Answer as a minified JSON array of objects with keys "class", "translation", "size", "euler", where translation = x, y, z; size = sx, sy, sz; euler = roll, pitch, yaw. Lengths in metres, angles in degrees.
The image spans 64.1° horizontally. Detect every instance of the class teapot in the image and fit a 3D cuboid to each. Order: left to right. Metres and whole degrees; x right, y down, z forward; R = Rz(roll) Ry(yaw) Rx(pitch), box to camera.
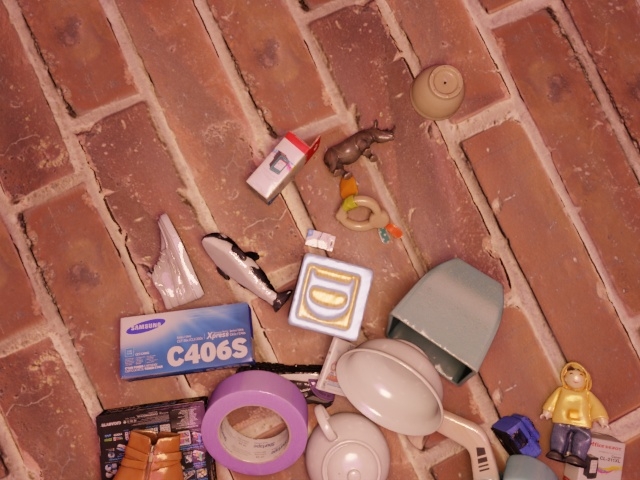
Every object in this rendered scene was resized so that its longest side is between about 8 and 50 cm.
[{"class":"teapot","translation":[0.075,0.588,1.361],"size":[0.256,0.187,0.253],"euler":[16,85,-1]}]

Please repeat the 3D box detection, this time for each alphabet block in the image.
[{"class":"alphabet block","translation":[0.021,0.148,1.382],"size":[0.192,0.197,0.193],"euler":[16,85,-1]}]

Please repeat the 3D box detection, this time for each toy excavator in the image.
[{"class":"toy excavator","translation":[0.468,0.634,1.349],"size":[0.432,0.222,0.445],"euler":[-10,89,26]}]

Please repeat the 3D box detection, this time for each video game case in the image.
[{"class":"video game case","translation":[0.061,0.350,1.401],"size":[0.019,0.157,0.143],"euler":[11,76,42]}]

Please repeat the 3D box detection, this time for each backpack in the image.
[{"class":"backpack","translation":[0.563,0.558,1.434],"size":[0.101,0.098,0.120],"euler":[-31,88,-8]}]

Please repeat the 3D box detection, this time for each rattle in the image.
[{"class":"rattle","translation":[0.143,-0.089,1.488],"size":[0.199,0.143,0.130],"euler":[17,118,-17]}]

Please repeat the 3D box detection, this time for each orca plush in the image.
[{"class":"orca plush","translation":[-0.191,0.063,1.423],"size":[0.287,0.151,0.102],"euler":[31,49,13]}]

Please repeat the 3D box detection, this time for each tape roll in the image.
[{"class":"tape roll","translation":[-0.169,0.483,1.350],"size":[0.274,0.090,0.275],"euler":[1,111,2]}]

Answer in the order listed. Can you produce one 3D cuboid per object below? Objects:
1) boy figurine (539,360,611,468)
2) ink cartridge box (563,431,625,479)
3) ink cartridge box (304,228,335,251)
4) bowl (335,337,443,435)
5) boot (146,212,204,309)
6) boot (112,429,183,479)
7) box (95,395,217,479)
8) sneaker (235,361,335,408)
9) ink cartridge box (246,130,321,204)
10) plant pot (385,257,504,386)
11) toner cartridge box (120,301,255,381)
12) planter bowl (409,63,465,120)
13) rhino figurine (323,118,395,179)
[{"class":"boy figurine","translation":[0.712,0.478,1.424],"size":[0.177,0.092,0.285],"euler":[4,67,40]},{"class":"ink cartridge box","translation":[0.776,0.642,1.452],"size":[0.127,0.072,0.175],"euler":[10,86,-2]},{"class":"ink cartridge box","translation":[0.000,0.000,1.474],"size":[0.083,0.028,0.048],"euler":[13,86,-3]},{"class":"bowl","translation":[0.199,0.355,1.332],"size":[0.298,0.298,0.134],"euler":[43,48,0]},{"class":"boot","translation":[-0.426,0.061,1.411],"size":[0.123,0.095,0.258],"euler":[-23,89,-11]},{"class":"boot","translation":[-0.492,0.598,1.294],"size":[0.283,0.109,0.220],"euler":[3,87,-6]},{"class":"box","translation":[-0.440,0.595,1.389],"size":[0.295,0.073,0.293],"euler":[-8,88,-4]},{"class":"sneaker","translation":[-0.096,0.411,1.407],"size":[0.283,0.107,0.124],"euler":[4,91,-3]},{"class":"ink cartridge box","translation":[-0.101,-0.215,1.430],"size":[0.078,0.134,0.231],"euler":[40,84,0]},{"class":"plant pot","translation":[0.349,0.198,1.359],"size":[0.247,0.248,0.252],"euler":[34,73,17]},{"class":"toner cartridge box","translation":[-0.359,0.276,1.391],"size":[0.347,0.075,0.165],"euler":[-7,68,-4]},{"class":"planter bowl","translation":[0.349,-0.442,1.483],"size":[0.162,0.109,0.162],"euler":[0,86,-2]},{"class":"rhino figurine","translation":[0.115,-0.269,1.469],"size":[0.243,0.073,0.106],"euler":[-34,53,-6]}]
